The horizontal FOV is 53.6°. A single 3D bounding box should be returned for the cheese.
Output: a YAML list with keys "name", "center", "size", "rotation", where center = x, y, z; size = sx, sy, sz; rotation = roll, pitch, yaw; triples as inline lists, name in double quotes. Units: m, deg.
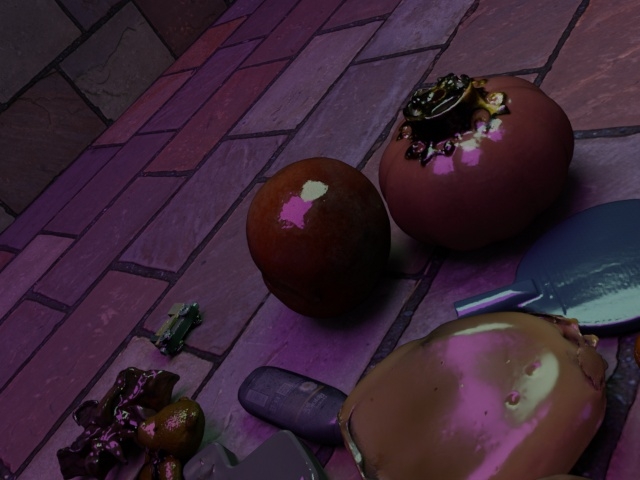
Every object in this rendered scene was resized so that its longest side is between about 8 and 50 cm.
- name: "cheese"
  center: [0.178, 0.196, 0.726]
  size: [0.316, 0.128, 0.259]
  rotation: [-41, 41, 4]

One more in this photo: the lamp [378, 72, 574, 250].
- name: "lamp"
  center: [0.226, -0.135, 0.976]
  size: [0.305, 0.239, 0.305]
  rotation: [-24, 36, 19]

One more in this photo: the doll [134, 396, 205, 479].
- name: "doll"
  center: [-0.251, 0.335, 0.963]
  size: [0.209, 0.097, 0.137]
  rotation: [-63, 22, -10]

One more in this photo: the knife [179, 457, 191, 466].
- name: "knife"
  center: [-0.243, 0.331, 1.049]
  size: [0.023, 0.010, 0.170]
  rotation: [-47, 34, -14]

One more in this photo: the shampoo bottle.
- name: "shampoo bottle"
  center: [-0.028, 0.240, 0.923]
  size: [0.234, 0.049, 0.087]
  rotation: [6, 45, 47]

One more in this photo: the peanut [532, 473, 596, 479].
- name: "peanut"
  center: [0.285, 0.282, 0.495]
  size: [0.298, 0.120, 0.136]
  rotation: [9, 44, 39]

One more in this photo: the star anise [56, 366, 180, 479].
- name: "star anise"
  center: [-0.360, 0.307, 1.110]
  size: [0.214, 0.099, 0.220]
  rotation: [-10, 42, 32]

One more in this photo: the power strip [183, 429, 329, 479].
- name: "power strip"
  center: [-0.125, 0.359, 0.855]
  size: [0.265, 0.059, 0.193]
  rotation: [-40, 37, -5]

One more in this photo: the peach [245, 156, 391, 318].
- name: "peach"
  center: [0.000, 0.000, 1.019]
  size: [0.252, 0.252, 0.252]
  rotation: [-25, 35, 18]

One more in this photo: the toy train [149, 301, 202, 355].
- name: "toy train"
  center: [-0.288, 0.172, 1.256]
  size: [0.081, 0.050, 0.122]
  rotation: [-4, 46, 47]

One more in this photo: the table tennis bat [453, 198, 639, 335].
- name: "table tennis bat"
  center: [0.337, 0.045, 0.834]
  size: [0.329, 0.044, 0.215]
  rotation: [-24, 36, 16]

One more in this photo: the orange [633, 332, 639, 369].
- name: "orange"
  center: [0.382, 0.122, 0.675]
  size: [0.086, 0.062, 0.086]
  rotation: [-21, 52, 30]
